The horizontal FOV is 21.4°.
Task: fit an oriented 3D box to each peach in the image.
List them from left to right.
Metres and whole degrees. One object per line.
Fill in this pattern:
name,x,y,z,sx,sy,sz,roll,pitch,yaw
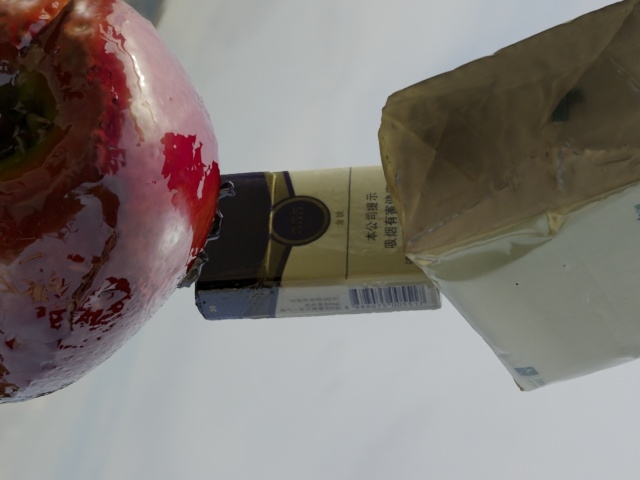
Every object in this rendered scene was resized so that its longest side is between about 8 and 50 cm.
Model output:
peach,-0.276,-0.037,1.489,0.353,0.339,0.416,-45,175,-15

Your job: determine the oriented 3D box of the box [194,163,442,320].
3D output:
box,0.000,0.000,1.797,0.071,0.259,0.168,80,9,-50

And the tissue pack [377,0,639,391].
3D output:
tissue pack,0.256,-0.028,1.656,0.297,0.380,0.207,-21,-122,17
